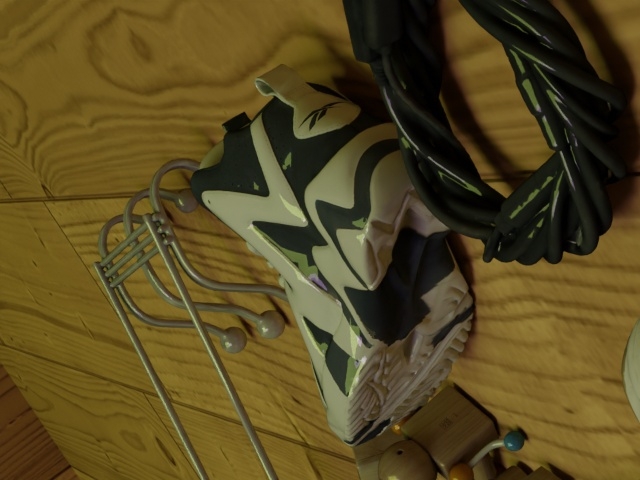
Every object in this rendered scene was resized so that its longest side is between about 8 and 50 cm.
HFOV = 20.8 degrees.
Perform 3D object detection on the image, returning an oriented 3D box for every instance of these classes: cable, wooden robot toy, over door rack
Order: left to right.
[{"bbox_3d":[-0.065,0.114,1.258,0.239,0.108,0.324,150,106,-72],"label":"over door rack"},{"bbox_3d":[0.072,0.139,1.045,0.173,0.079,0.076,39,157,41],"label":"wooden robot toy"},{"bbox_3d":[0.075,-0.058,0.749,0.150,0.047,0.184,34,151,36],"label":"cable"}]

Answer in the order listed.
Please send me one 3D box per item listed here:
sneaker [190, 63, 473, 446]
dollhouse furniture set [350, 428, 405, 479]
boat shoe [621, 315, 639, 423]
[{"bbox_3d":[0.000,0.000,0.953,0.153,0.094,0.235,45,160,30],"label":"sneaker"},{"bbox_3d":[0.094,0.209,1.158,0.182,0.101,0.161,75,177,-50],"label":"dollhouse furniture set"},{"bbox_3d":[0.210,0.109,0.606,0.277,0.098,0.096,48,162,22],"label":"boat shoe"}]
